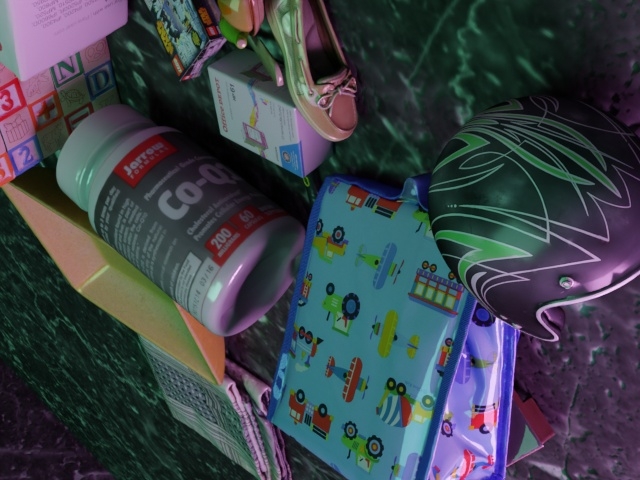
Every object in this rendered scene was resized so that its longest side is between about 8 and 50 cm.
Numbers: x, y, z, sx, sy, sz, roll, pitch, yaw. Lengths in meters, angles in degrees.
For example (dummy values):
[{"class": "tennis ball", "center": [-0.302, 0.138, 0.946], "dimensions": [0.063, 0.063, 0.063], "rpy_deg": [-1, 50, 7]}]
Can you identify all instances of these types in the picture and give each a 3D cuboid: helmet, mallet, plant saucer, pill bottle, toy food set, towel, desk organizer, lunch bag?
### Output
[{"class": "helmet", "center": [0.159, -0.022, 0.626], "dimensions": [0.169, 0.169, 0.162], "rpy_deg": [35, 163, 23]}, {"class": "mallet", "center": [0.000, 0.000, 0.987], "dimensions": [0.062, 0.039, 0.190], "rpy_deg": [12, 128, 49]}, {"class": "plant saucer", "center": [-0.278, 0.038, 1.284], "dimensions": [0.332, 0.081, 0.333], "rpy_deg": [29, 156, 24]}, {"class": "pill bottle", "center": [-0.168, -0.032, 1.041], "dimensions": [0.283, 0.161, 0.161], "rpy_deg": [37, 147, 20]}, {"class": "toy food set", "center": [-0.084, -0.237, 0.778], "dimensions": [0.132, 0.038, 0.192], "rpy_deg": [-120, 14, -51]}, {"class": "towel", "center": [-0.187, 0.282, 1.515], "dimensions": [0.324, 0.056, 0.312], "rpy_deg": [27, 142, 33]}, {"class": "desk organizer", "center": [0.179, 0.156, 0.900], "dimensions": [0.047, 0.050, 0.130], "rpy_deg": [-39, 73, 27]}, {"class": "lunch bag", "center": [0.071, 0.078, 0.851], "dimensions": [0.221, 0.138, 0.293], "rpy_deg": [25, 117, 44]}]

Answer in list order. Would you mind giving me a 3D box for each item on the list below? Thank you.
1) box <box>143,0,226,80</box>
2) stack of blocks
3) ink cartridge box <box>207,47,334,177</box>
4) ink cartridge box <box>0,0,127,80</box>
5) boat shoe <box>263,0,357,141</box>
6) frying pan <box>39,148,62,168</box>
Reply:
[{"class": "box", "center": [-0.143, -0.240, 0.880], "dimensions": [0.094, 0.027, 0.137], "rpy_deg": [-32, 82, 60]}, {"class": "stack of blocks", "center": [-0.392, -0.166, 1.053], "dimensions": [0.087, 0.297, 0.171], "rpy_deg": [33, 146, 28]}, {"class": "ink cartridge box", "center": [-0.050, -0.130, 0.886], "dimensions": [0.122, 0.052, 0.089], "rpy_deg": [31, 145, 32]}, {"class": "ink cartridge box", "center": [-0.337, -0.393, 0.867], "dimensions": [0.279, 0.160, 0.385], "rpy_deg": [39, 148, 17]}, {"class": "boat shoe", "center": [0.000, -0.161, 0.788], "dimensions": [0.048, 0.056, 0.153], "rpy_deg": [0, 115, 52]}, {"class": "frying pan", "center": [-0.422, -0.160, 1.339], "dimensions": [0.326, 0.053, 0.197], "rpy_deg": [33, 146, 27]}]
